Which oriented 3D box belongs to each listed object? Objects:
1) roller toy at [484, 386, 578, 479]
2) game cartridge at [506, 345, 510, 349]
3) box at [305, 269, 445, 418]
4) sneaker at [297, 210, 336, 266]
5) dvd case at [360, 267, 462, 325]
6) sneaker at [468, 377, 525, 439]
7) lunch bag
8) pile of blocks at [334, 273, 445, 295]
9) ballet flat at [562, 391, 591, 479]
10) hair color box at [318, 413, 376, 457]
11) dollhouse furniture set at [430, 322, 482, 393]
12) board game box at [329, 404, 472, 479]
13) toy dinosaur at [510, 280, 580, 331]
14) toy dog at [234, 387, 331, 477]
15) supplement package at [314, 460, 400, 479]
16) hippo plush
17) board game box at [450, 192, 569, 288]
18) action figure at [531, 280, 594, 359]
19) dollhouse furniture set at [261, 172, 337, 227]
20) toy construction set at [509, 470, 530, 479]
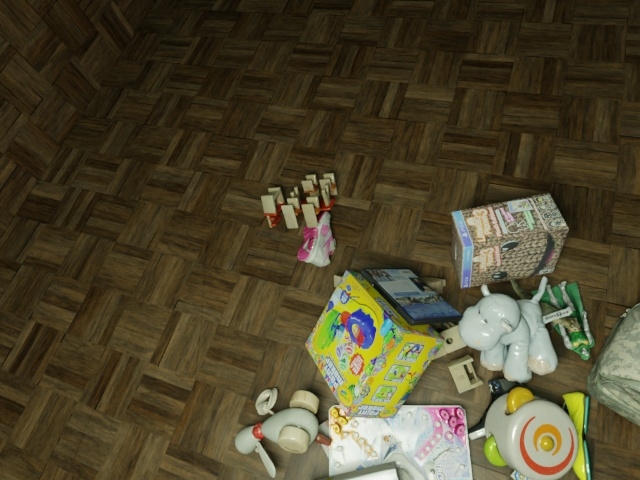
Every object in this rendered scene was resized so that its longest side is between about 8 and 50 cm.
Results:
[{"bbox_3d":[0.535,0.490,1.093,0.191,0.146,0.210,20,81,-5],"label":"roller toy"},{"bbox_3d":[0.590,0.302,1.314,0.083,0.017,0.056,-17,65,5],"label":"game cartridge"},{"bbox_3d":[0.138,0.289,1.218,0.279,0.177,0.290,-63,35,15],"label":"box"},{"bbox_3d":[0.000,0.000,1.562,0.103,0.111,0.252,-29,33,41],"label":"sneaker"},{"bbox_3d":[0.248,0.150,1.210,0.180,0.022,0.253,1,27,-30],"label":"dvd case"},{"bbox_3d":[0.491,0.467,1.227,0.216,0.079,0.121,-23,58,-8],"label":"sneaker"},{"bbox_3d":[0.867,0.305,1.110,0.212,0.256,0.305,32,75,25],"label":"lunch bag"},{"bbox_3d":[0.222,0.175,1.423,0.361,0.149,0.113,2,97,22],"label":"pile of blocks"},{"bbox_3d":[0.681,0.524,1.159,0.077,0.077,0.231,-4,58,35],"label":"ballet flat"},{"bbox_3d":[0.075,0.559,1.285,0.167,0.053,0.093,-32,64,-5],"label":"hair color box"},{"bbox_3d":[0.374,0.350,1.301,0.128,0.129,0.184,-23,91,2],"label":"dollhouse furniture set"},{"bbox_3d":[0.215,0.656,1.171,0.389,0.050,0.390,-3,70,8],"label":"board game box"},{"bbox_3d":[0.643,0.219,1.299,0.118,0.064,0.268,-49,37,4],"label":"toy dinosaur"},{"bbox_3d":[-0.096,0.563,1.249,0.161,0.333,0.220,44,57,-14],"label":"toy dog"},{"bbox_3d":[0.088,0.694,1.071,0.261,0.145,0.204,-15,69,2],"label":"supplement package"},{"bbox_3d":[0.519,0.249,1.175,0.294,0.236,0.234,-44,46,25],"label":"hippo plush"},{"bbox_3d":[0.564,0.008,1.330,0.290,0.232,0.141,-11,51,8],"label":"board game box"},{"bbox_3d":[0.743,0.239,1.283,0.137,0.063,0.232,-16,61,11],"label":"action figure"},{"bbox_3d":[-0.075,-0.127,1.590,0.259,0.135,0.262,-1,31,21],"label":"dollhouse furniture set"},{"bbox_3d":[0.617,0.715,1.039,0.327,0.151,0.215,10,66,29],"label":"toy construction set"}]
